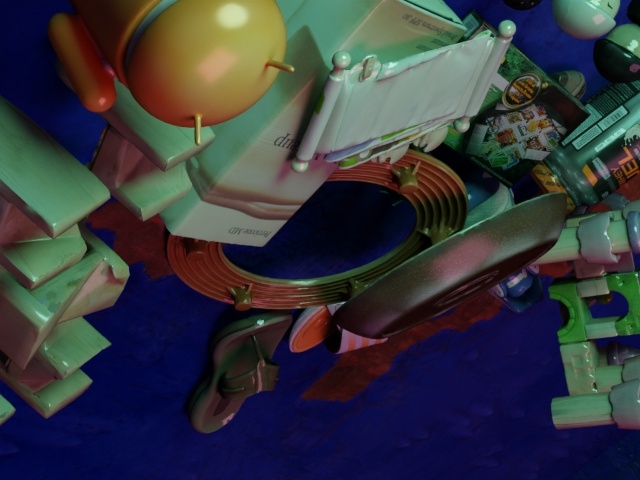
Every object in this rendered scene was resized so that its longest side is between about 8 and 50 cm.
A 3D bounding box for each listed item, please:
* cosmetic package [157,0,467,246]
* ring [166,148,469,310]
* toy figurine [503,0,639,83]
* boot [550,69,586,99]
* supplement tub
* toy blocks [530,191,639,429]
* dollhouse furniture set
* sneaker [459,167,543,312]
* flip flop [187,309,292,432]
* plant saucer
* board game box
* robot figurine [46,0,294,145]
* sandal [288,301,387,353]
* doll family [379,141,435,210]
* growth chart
[{"bbox_3d":[-0.032,-0.141,1.210,0.296,0.129,0.153,-46,154,23],"label":"cosmetic package"},{"bbox_3d":[0.000,0.000,1.459,0.337,0.032,0.336,-8,151,-4],"label":"ring"},{"bbox_3d":[0.236,-0.259,1.227,0.148,0.209,0.213,-57,153,8],"label":"toy figurine"},{"bbox_3d":[0.277,-0.162,1.630,0.118,0.042,0.087,-43,154,18],"label":"boot"},{"bbox_3d":[0.362,-0.123,1.704,0.190,0.117,0.117,-38,153,6],"label":"supplement tub"},{"bbox_3d":[0.441,0.074,1.766,0.260,0.288,0.309,-10,-174,23],"label":"toy blocks"},{"bbox_3d":[-0.349,0.022,1.103,0.394,0.256,0.362,-37,164,-48],"label":"dollhouse furniture set"},{"bbox_3d":[0.239,0.004,1.762,0.112,0.131,0.296,-36,152,7],"label":"sneaker"},{"bbox_3d":[-0.098,0.178,1.719,0.112,0.080,0.277,-13,147,-36],"label":"flip flop"},{"bbox_3d":[0.160,0.040,1.553,0.311,0.050,0.310,-27,171,-5],"label":"plant saucer"},{"bbox_3d":[0.196,-0.153,1.511,0.136,0.030,0.260,-41,142,18],"label":"board game box"},{"bbox_3d":[-0.109,-0.170,0.971,0.158,0.219,0.128,-16,148,-34],"label":"robot figurine"},{"bbox_3d":[0.082,0.090,1.782,0.265,0.076,0.102,-28,153,-13],"label":"sandal"},{"bbox_3d":[0.110,-0.069,1.512,0.076,0.111,0.193,-39,154,9],"label":"doll family"},{"bbox_3d":[0.076,-0.124,1.199,0.237,0.021,0.172,-18,151,-36],"label":"growth chart"}]
